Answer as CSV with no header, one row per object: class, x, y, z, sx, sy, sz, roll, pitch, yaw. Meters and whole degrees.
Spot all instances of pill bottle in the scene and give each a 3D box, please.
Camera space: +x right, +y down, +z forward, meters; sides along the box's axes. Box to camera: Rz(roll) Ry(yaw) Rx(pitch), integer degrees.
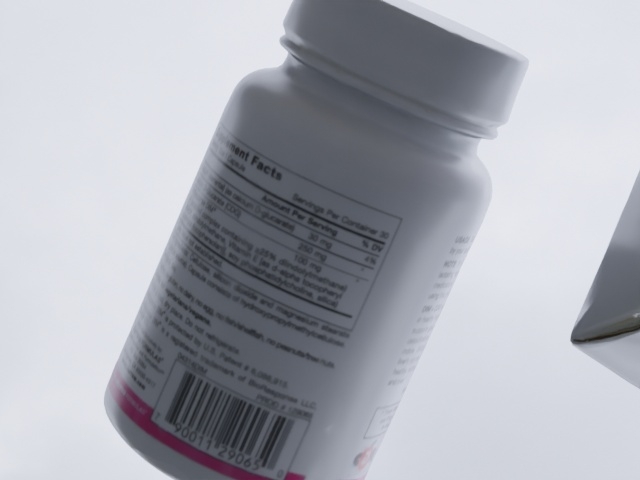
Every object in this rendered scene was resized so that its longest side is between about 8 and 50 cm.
pill bottle,0.000,0.000,0.957,0.160,0.160,0.283,28,-79,19

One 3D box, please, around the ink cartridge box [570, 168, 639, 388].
ink cartridge box,0.357,0.017,0.857,0.384,0.160,0.279,32,-114,-13
